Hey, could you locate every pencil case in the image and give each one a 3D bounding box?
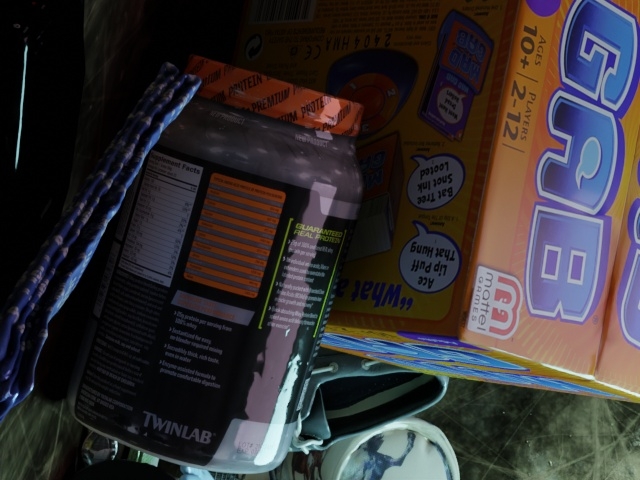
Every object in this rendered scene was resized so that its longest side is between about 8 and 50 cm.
[{"bbox_3d":[0.004,0.275,2.286,0.410,0.160,0.183,2,-107,64],"label":"pencil case"}]

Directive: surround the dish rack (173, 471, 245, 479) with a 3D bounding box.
[{"bbox_3d":[-0.138,0.300,2.183,0.208,0.074,0.271,78,22,-73],"label":"dish rack"}]

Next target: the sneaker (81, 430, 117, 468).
[{"bbox_3d":[-0.201,0.191,1.751,0.035,0.031,0.083,-86,-170,-51],"label":"sneaker"}]

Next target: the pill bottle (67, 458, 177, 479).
[{"bbox_3d":[-0.186,0.313,1.750,0.123,0.123,0.219,-64,170,-51],"label":"pill bottle"}]

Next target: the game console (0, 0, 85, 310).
[{"bbox_3d":[-0.211,-0.012,1.108,0.361,0.044,0.213,-67,171,-52],"label":"game console"}]

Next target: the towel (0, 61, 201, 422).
[{"bbox_3d":[-0.182,0.053,1.257,0.243,0.040,0.336,-56,-175,39],"label":"towel"}]

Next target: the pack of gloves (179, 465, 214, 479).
[{"bbox_3d":[-0.083,0.313,1.866,0.232,0.046,0.195,66,15,-60],"label":"pack of gloves"}]

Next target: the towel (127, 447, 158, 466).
[{"bbox_3d":[-0.177,0.195,1.983,0.113,0.023,0.152,-37,142,-82],"label":"towel"}]

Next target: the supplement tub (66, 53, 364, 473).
[{"bbox_3d":[-0.079,0.018,1.594,0.193,0.194,0.316,-14,122,-82],"label":"supplement tub"}]

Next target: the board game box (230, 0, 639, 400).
[{"bbox_3d":[0.146,-0.060,1.792,0.356,0.356,0.356,18,81,-42],"label":"board game box"}]

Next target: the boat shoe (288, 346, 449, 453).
[{"bbox_3d":[-0.015,0.170,2.050,0.099,0.319,0.116,-115,-170,-56],"label":"boat shoe"}]
